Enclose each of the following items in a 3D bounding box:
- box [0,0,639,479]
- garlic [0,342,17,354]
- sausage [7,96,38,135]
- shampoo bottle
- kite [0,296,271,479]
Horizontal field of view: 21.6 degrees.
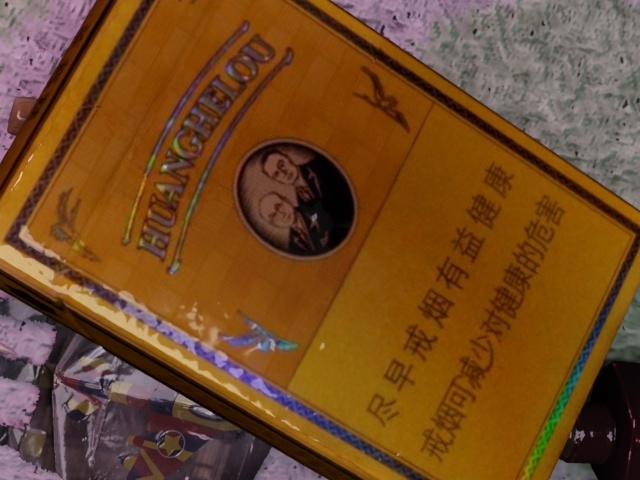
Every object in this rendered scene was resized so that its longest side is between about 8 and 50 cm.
[{"bbox_3d":[0.000,0.000,0.815,0.301,0.084,0.193,32,75,-17],"label":"box"},{"bbox_3d":[-0.283,0.112,0.786,0.266,0.128,0.148,5,118,-24],"label":"garlic"},{"bbox_3d":[-0.092,-0.042,0.841,0.132,0.024,0.024,19,96,-19],"label":"sausage"},{"bbox_3d":[0.203,0.106,0.937,0.236,0.068,0.067,3,121,-17],"label":"shampoo bottle"},{"bbox_3d":[-0.133,0.072,0.858,0.245,0.015,0.141,13,101,-19],"label":"kite"}]
